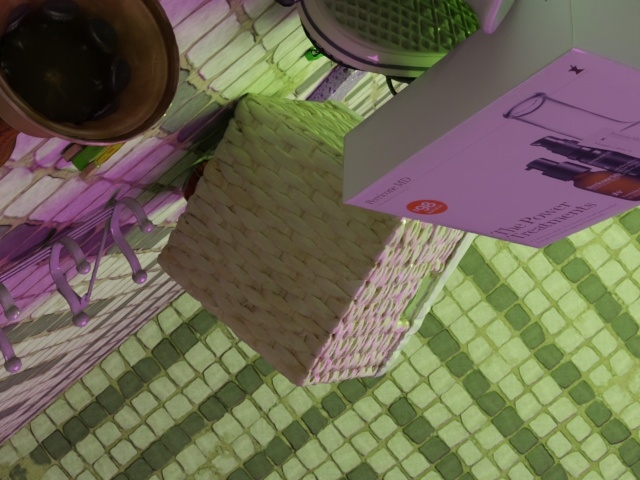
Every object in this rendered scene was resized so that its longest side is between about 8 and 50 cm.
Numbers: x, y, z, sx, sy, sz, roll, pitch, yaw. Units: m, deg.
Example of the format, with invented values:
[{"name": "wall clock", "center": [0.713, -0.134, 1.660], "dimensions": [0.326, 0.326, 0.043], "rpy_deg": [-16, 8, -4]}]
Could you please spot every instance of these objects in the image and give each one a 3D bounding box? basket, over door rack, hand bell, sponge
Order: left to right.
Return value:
[{"name": "hand bell", "center": [-0.206, -0.087, 0.638], "dimensions": [0.126, 0.126, 0.242], "rpy_deg": [-39, -170, -37]}, {"name": "over door rack", "center": [-0.367, 0.090, 1.278], "dimensions": [0.239, 0.108, 0.324], "rpy_deg": [-38, 178, -39]}, {"name": "basket", "center": [0.000, 0.000, 1.372], "dimensions": [0.266, 0.331, 0.328], "rpy_deg": [-5, 129, -60]}, {"name": "sponge", "center": [0.024, -0.270, 1.700], "dimensions": [0.117, 0.031, 0.210], "rpy_deg": [-38, 177, -44]}]

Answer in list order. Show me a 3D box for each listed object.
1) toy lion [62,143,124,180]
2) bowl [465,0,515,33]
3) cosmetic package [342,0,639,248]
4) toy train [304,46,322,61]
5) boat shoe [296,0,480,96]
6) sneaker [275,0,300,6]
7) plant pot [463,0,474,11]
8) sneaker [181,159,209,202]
[{"name": "toy lion", "center": [-0.212, -0.103, 0.950], "dimensions": [0.100, 0.034, 0.096], "rpy_deg": [-41, -175, 20]}, {"name": "bowl", "center": [0.143, -0.315, 0.686], "dimensions": [0.298, 0.134, 0.298], "rpy_deg": [-58, 175, -8]}, {"name": "cosmetic package", "center": [0.235, -0.109, 0.958], "dimensions": [0.377, 0.284, 0.097], "rpy_deg": [-33, -131, 57]}, {"name": "toy train", "center": [0.000, -0.273, 1.360], "dimensions": [0.024, 0.017, 0.083], "rpy_deg": [-30, -177, 26]}, {"name": "boat shoe", "center": [0.108, -0.257, 1.099], "dimensions": [0.156, 0.187, 0.500], "rpy_deg": [-37, 178, 33]}, {"name": "sneaker", "center": [0.008, -0.261, 0.751], "dimensions": [0.178, 0.077, 0.072], "rpy_deg": [-42, 179, 34]}, {"name": "plant pot", "center": [0.351, -0.398, 0.992], "dimensions": [0.366, 0.366, 0.353], "rpy_deg": [-38, 165, -50]}, {"name": "sneaker", "center": [-0.176, -0.074, 1.529], "dimensions": [0.093, 0.088, 0.225], "rpy_deg": [-35, 177, 13]}]
